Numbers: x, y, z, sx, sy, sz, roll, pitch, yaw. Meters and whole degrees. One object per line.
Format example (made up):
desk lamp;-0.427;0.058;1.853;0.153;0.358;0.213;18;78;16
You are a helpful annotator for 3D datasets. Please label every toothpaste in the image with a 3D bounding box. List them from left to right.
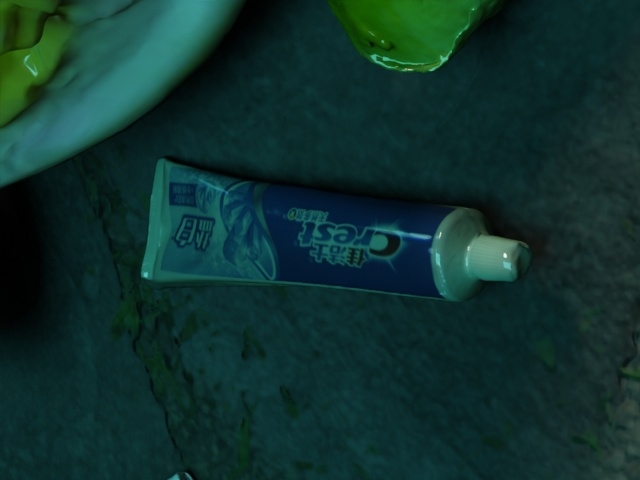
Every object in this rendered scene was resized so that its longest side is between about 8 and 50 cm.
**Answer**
toothpaste;0.000;-0.001;0.928;0.268;0.047;0.069;6;122;41

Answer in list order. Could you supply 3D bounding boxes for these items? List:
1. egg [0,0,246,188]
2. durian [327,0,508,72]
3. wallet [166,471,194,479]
egg;-0.240;-0.227;0.859;0.354;0.354;0.340;-39;64;41
durian;0.057;-0.197;0.779;0.139;0.101;0.250;14;119;-4
wallet;-0.111;0.196;1.100;0.122;0.025;0.061;-37;75;41
